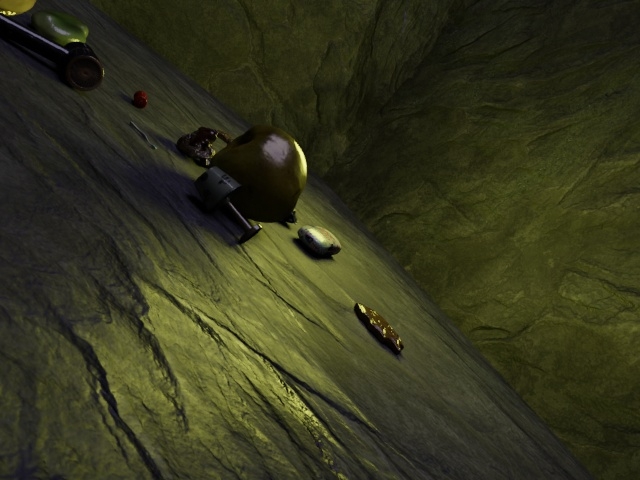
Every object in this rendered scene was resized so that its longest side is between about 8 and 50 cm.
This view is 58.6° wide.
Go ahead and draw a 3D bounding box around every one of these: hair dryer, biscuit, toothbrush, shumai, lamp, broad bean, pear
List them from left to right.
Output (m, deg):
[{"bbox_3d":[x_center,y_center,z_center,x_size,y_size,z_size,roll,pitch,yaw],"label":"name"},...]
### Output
[{"bbox_3d":[-0.789,-0.558,1.594,0.352,0.107,0.189,26,15,-39],"label":"hair dryer"},{"bbox_3d":[-0.871,-0.709,1.909,0.169,0.100,0.228,30,15,-22],"label":"broad bean"},{"bbox_3d":[-0.539,-0.319,1.729,0.131,0.011,0.013,44,23,15],"label":"toothbrush"},{"bbox_3d":[-0.423,-0.336,1.949,0.139,0.105,0.123,14,18,41],"label":"shumai"},{"bbox_3d":[-0.251,-0.100,1.577,0.215,0.121,0.121,51,10,2],"label":"lamp"},{"bbox_3d":[-0.187,-0.197,1.788,0.304,0.304,0.304,40,10,-8],"label":"pear"},{"bbox_3d":[0.203,0.289,1.856,0.182,0.034,0.215,31,14,-45],"label":"biscuit"}]

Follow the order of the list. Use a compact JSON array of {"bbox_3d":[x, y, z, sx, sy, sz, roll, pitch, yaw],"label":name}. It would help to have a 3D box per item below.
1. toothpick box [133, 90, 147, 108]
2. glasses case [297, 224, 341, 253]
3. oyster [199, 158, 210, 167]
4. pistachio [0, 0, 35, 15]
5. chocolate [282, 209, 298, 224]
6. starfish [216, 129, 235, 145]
[{"bbox_3d":[-0.638,-0.498,2.018,0.047,0.047,0.083,36,12,-29],"label":"toothpick box"},{"bbox_3d":[0.000,0.000,2.209,0.125,0.076,0.327,42,9,14],"label":"glasses case"},{"bbox_3d":[-0.406,-0.279,2.006,0.051,0.034,0.093,58,0,3],"label":"oyster"},{"bbox_3d":[-0.918,-0.756,1.590,0.321,0.229,0.238,-56,131,-72],"label":"pistachio"},{"bbox_3d":[-0.158,-0.147,2.102,0.148,0.126,0.343,60,15,21],"label":"chocolate"},{"bbox_3d":[-0.307,-0.287,2.192,0.398,0.132,0.383,51,9,28],"label":"starfish"}]
